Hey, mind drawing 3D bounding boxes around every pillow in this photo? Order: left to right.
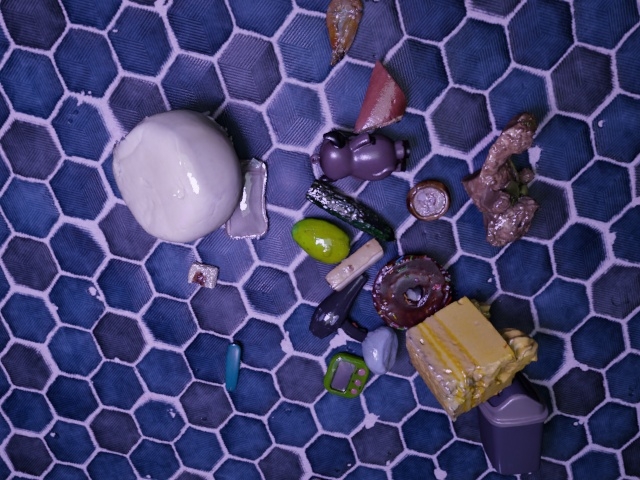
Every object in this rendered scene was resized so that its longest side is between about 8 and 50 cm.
[{"bbox_3d":[-0.214,-0.117,1.209,0.130,0.038,0.233,-1,105,-1],"label":"pillow"}]

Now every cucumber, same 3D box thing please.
[{"bbox_3d":[0.095,-0.074,1.199,0.293,0.067,0.068,30,103,-7],"label":"cucumber"}]

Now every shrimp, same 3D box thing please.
[{"bbox_3d":[0.055,-0.542,1.096,0.091,0.043,0.184,10,98,6],"label":"shrimp"}]

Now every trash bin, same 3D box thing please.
[{"bbox_3d":[0.559,0.524,1.272,0.182,0.209,0.291,-9,109,3],"label":"trash bin"}]

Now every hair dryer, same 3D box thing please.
[{"bbox_3d":[0.121,0.240,1.290,0.271,0.091,0.236,38,92,-20],"label":"hair dryer"}]

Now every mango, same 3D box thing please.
[{"bbox_3d":[0.000,0.000,1.204,0.178,0.100,0.119,24,106,3],"label":"mango"}]

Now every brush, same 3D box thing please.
[{"bbox_3d":[-0.278,0.398,1.350,0.043,0.032,0.194,7,116,-5],"label":"brush"}]

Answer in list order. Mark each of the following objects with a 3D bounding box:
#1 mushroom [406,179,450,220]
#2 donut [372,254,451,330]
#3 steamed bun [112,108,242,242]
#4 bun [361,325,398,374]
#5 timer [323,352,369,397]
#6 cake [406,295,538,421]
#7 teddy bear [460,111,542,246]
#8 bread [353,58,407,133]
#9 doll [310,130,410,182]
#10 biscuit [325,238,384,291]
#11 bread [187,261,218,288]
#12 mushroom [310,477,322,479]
[{"bbox_3d":[0.301,-0.113,1.190,0.123,0.052,0.123,3,107,8],"label":"mushroom"},{"bbox_3d":[0.263,0.145,1.238,0.234,0.089,0.235,0,104,2],"label":"donut"},{"bbox_3d":[-0.344,-0.162,1.098,0.333,0.233,0.312,-10,107,37],"label":"steamed bun"},{"bbox_3d":[0.168,0.315,1.232,0.083,0.140,0.141,4,107,35],"label":"bun"},{"bbox_3d":[0.081,0.421,1.335,0.128,0.047,0.140,18,104,-5],"label":"timer"},{"bbox_3d":[0.411,0.305,1.167,0.286,0.227,0.222,-30,140,-6],"label":"cake"},{"bbox_3d":[0.495,-0.143,1.091,0.222,0.246,0.296,40,132,10],"label":"teddy bear"},{"bbox_3d":[0.169,-0.362,1.121,0.119,0.067,0.193,16,105,-3],"label":"bread"},{"bbox_3d":[0.101,-0.222,1.123,0.257,0.117,0.182,2,146,2],"label":"doll"},{"bbox_3d":[0.100,0.073,1.219,0.188,0.052,0.056,-39,65,-2],"label":"biscuit"},{"bbox_3d":[-0.349,0.103,1.271,0.083,0.035,0.070,19,103,0],"label":"bread"},{"bbox_3d":[-0.005,0.851,1.442,0.079,0.085,0.085,23,108,-47],"label":"mushroom"}]
